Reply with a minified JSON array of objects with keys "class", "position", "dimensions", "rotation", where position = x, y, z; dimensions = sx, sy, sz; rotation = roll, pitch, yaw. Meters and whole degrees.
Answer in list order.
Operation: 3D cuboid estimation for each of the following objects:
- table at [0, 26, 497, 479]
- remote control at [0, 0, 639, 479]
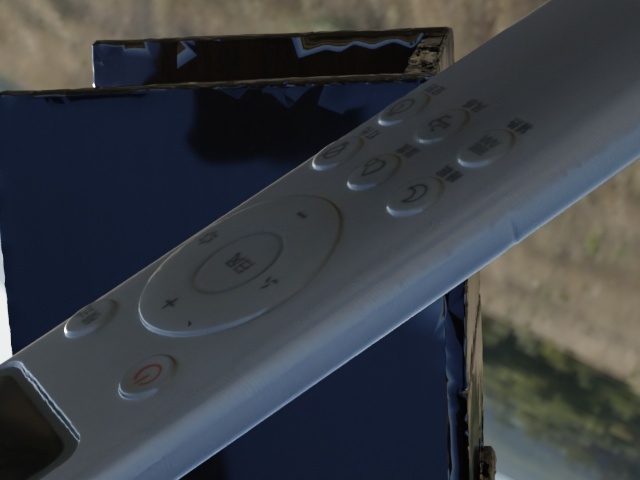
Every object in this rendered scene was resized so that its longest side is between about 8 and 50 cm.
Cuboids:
[{"class":"table","position":[-0.016,0.023,0.714],"dimensions":[0.172,0.193,0.169],"rotation":[-2,-168,6]},{"class":"remote control","position":[0.000,0.000,0.414],"dimensions":[0.029,0.261,0.067],"rotation":[62,167,-26]}]
